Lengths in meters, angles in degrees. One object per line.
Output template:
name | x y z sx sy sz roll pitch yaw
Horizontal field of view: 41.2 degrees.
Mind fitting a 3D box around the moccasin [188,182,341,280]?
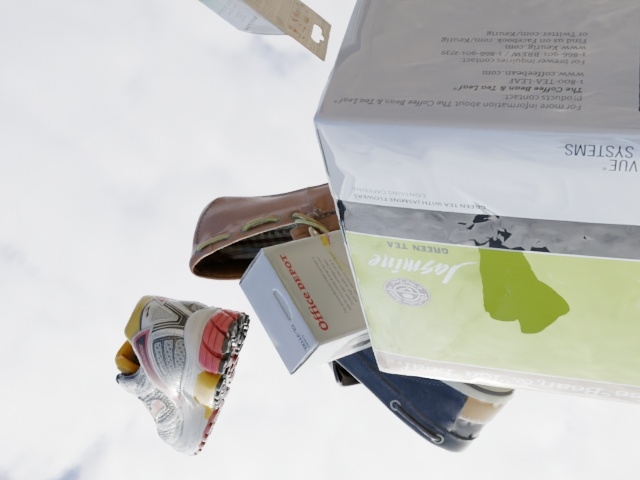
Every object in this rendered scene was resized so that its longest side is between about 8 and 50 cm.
moccasin | -0.001 -0.002 1.134 0.139 0.380 0.147 73 -157 -43

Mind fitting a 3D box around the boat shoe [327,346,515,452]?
boat shoe | 0.054 0.137 1.267 0.500 0.155 0.187 32 -158 32

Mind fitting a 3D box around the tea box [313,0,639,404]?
tea box | 0.202 -0.045 0.658 0.323 0.329 0.220 75 -154 -49

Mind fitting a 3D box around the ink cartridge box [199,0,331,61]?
ink cartridge box | -0.088 -0.385 1.435 0.225 0.056 0.181 36 -150 -18

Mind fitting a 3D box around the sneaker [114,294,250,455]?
sneaker | -0.119 0.106 0.706 0.093 0.225 0.088 20 -126 1

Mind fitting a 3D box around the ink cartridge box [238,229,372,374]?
ink cartridge box | 0.015 0.061 0.964 0.175 0.072 0.127 -13 -117 -40
